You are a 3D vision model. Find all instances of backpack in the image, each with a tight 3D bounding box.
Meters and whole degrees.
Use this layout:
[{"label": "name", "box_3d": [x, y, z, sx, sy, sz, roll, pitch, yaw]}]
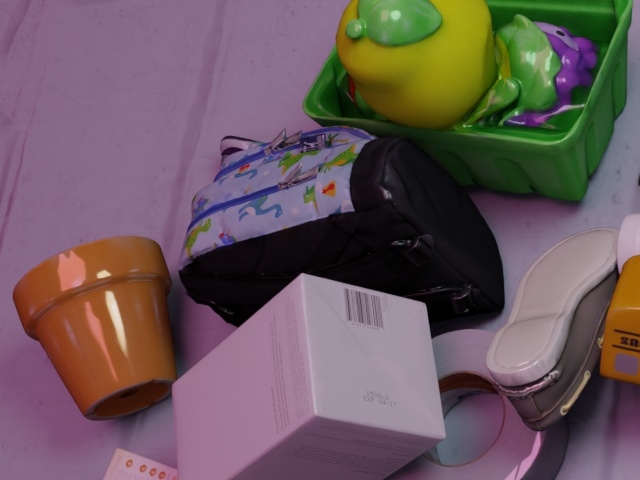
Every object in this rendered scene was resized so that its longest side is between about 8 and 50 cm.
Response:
[{"label": "backpack", "box_3d": [0.000, 0.000, 1.893, 0.355, 0.290, 0.273, -26, 49, 25]}]

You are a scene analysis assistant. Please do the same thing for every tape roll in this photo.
[{"label": "tape roll", "box_3d": [0.170, 0.215, 1.789, 0.219, 0.072, 0.219, -13, 59, 23]}]

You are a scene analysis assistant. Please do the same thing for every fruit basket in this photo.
[{"label": "fruit basket", "box_3d": [0.153, -0.220, 1.827, 0.392, 0.392, 0.283, 9, 58, 33]}]

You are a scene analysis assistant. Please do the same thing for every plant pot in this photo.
[{"label": "plant pot", "box_3d": [-0.274, 0.124, 2.030, 0.205, 0.205, 0.188, -28, 70, 15]}]

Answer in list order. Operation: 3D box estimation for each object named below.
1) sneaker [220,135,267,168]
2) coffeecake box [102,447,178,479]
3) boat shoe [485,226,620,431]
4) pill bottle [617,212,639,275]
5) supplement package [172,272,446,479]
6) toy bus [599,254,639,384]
[{"label": "sneaker", "box_3d": [-0.045, -0.077, 2.080, 0.223, 0.083, 0.098, 13, 93, 39]}, {"label": "coffeecake box", "box_3d": [-0.196, 0.354, 1.927, 0.185, 0.068, 0.142, 13, 72, 34]}, {"label": "boat shoe", "box_3d": [0.273, 0.091, 1.735, 0.109, 0.091, 0.305, -10, 26, 35]}, {"label": "pill bottle", "box_3d": [0.439, 0.015, 1.712, 0.208, 0.117, 0.118, 1, 66, 31]}, {"label": "supplement package", "box_3d": [-0.022, 0.192, 1.773, 0.293, 0.177, 0.175, -41, 46, 43]}, {"label": "toy bus", "box_3d": [0.464, 0.103, 1.601, 0.332, 0.130, 0.108, 11, 35, 17]}]
